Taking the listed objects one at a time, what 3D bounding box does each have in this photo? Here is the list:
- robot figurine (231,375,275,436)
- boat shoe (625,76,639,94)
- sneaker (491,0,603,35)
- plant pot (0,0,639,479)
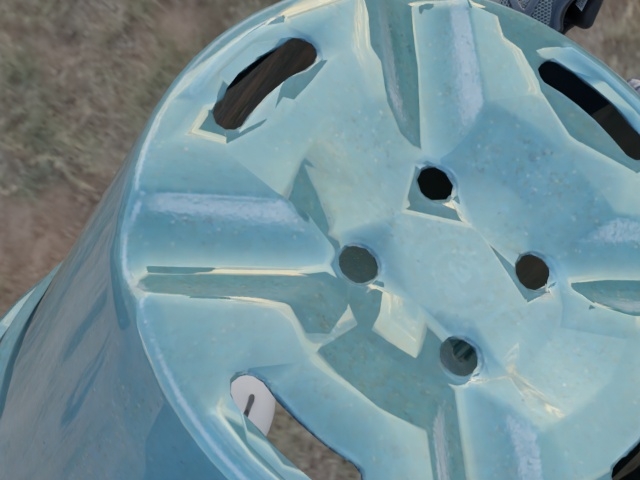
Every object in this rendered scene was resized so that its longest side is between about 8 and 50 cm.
[{"bbox_3d":[-0.168,0.129,1.103,0.278,0.173,0.209,-22,95,18],"label":"robot figurine"},{"bbox_3d":[0.355,-0.126,1.446,0.075,0.206,0.065,-47,66,19],"label":"boat shoe"},{"bbox_3d":[0.224,-0.285,1.443,0.130,0.087,0.228,7,71,10],"label":"sneaker"},{"bbox_3d":[0.003,0.074,0.676,0.341,0.334,0.341,8,62,-15],"label":"plant pot"}]
